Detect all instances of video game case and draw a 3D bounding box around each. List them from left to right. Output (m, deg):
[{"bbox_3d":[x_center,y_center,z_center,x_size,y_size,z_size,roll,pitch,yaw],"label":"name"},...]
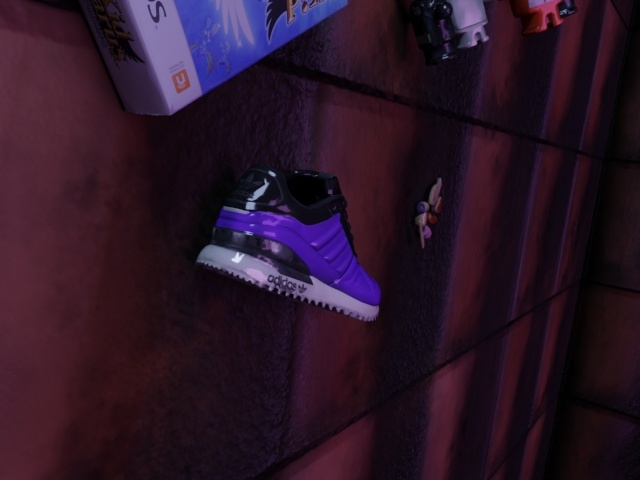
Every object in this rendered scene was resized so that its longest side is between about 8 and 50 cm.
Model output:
[{"bbox_3d":[-0.088,-0.270,0.459,0.269,0.061,0.244,-47,137,-38],"label":"video game case"}]

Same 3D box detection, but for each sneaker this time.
[{"bbox_3d":[0.001,0.000,0.639,0.293,0.102,0.146,27,77,-55],"label":"sneaker"}]

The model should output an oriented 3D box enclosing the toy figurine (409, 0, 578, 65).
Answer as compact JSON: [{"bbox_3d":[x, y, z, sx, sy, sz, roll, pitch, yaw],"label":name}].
[{"bbox_3d":[0.230,-0.345,0.771,0.209,0.213,0.148,-39,115,-47],"label":"toy figurine"}]

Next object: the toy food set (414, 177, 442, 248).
[{"bbox_3d":[0.182,-0.045,0.967,0.122,0.019,0.077,-53,140,-43],"label":"toy food set"}]
